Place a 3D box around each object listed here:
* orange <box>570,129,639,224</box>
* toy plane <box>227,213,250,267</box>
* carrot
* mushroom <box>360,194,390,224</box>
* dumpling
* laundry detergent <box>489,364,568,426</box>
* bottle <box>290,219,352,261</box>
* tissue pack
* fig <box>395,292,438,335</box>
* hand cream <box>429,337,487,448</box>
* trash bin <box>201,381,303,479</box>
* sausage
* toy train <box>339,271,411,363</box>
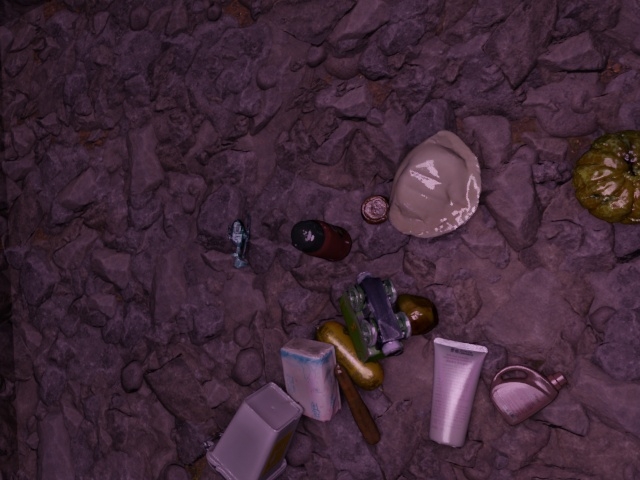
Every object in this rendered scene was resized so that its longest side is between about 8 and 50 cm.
[{"bbox_3d":[0.938,-0.199,1.567,0.300,0.223,0.301,8,87,8],"label":"orange"},{"bbox_3d":[-0.351,0.001,2.163,0.096,0.060,0.235,2,80,9],"label":"toy plane"},{"bbox_3d":[0.128,0.592,1.834,0.070,0.070,0.342,-24,97,18],"label":"carrot"},{"bbox_3d":[0.216,-0.118,1.943,0.123,0.052,0.123,-2,82,13],"label":"mushroom"},{"bbox_3d":[0.403,-0.174,1.781,0.315,0.233,0.395,46,111,27],"label":"dumpling"},{"bbox_3d":[0.678,0.484,1.667,0.237,0.076,0.171,-41,70,13],"label":"laundry detergent"},{"bbox_3d":[0.000,0.000,1.863,0.144,0.336,0.144,-2,84,22],"label":"bottle"},{"bbox_3d":[-0.037,0.512,1.871,0.201,0.124,0.271,6,110,39],"label":"tissue pack"},{"bbox_3d":[0.336,0.264,1.801,0.154,0.144,0.166,-42,55,-11],"label":"fig"},{"bbox_3d":[0.460,0.530,1.744,0.186,0.118,0.358,7,79,27],"label":"hand cream"},{"bbox_3d":[-0.249,0.723,1.880,0.296,0.256,0.367,37,118,24],"label":"trash bin"},{"bbox_3d":[0.112,0.429,1.880,0.347,0.123,0.123,43,100,20],"label":"sausage"},{"bbox_3d":[0.185,0.281,1.775,0.174,0.249,0.307,-10,60,-20],"label":"toy train"}]
